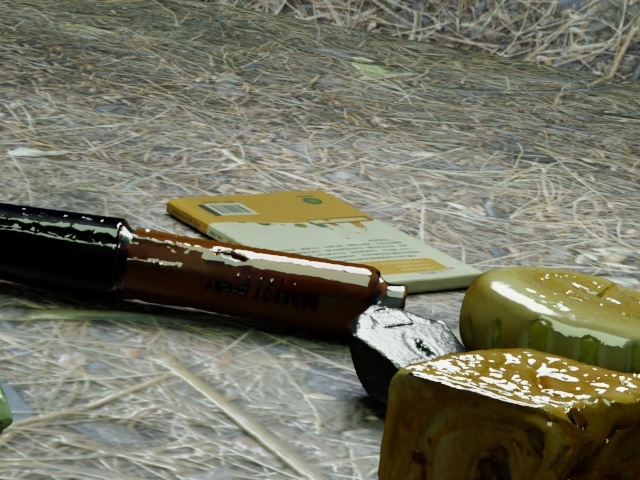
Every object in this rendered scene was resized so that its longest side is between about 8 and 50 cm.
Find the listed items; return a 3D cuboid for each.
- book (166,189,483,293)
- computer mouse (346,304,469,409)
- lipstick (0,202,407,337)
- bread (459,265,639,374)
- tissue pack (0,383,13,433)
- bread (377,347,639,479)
[{"bbox_3d":[0.000,0.000,1.833,0.207,0.020,0.295,-3,20,-36],"label":"book"},{"bbox_3d":[0.081,0.113,1.429,0.099,0.057,0.172,-2,31,-38],"label":"computer mouse"},{"bbox_3d":[-0.131,0.027,1.577,0.418,0.077,0.077,9,16,1],"label":"lipstick"},{"bbox_3d":[0.219,0.092,1.474,0.213,0.105,0.213,14,13,-3],"label":"bread"},{"bbox_3d":[-0.326,0.012,0.882,0.162,0.287,0.388,-1,53,-41],"label":"tissue pack"},{"bbox_3d":[0.130,0.151,1.157,0.158,0.149,0.143,21,17,38],"label":"bread"}]
